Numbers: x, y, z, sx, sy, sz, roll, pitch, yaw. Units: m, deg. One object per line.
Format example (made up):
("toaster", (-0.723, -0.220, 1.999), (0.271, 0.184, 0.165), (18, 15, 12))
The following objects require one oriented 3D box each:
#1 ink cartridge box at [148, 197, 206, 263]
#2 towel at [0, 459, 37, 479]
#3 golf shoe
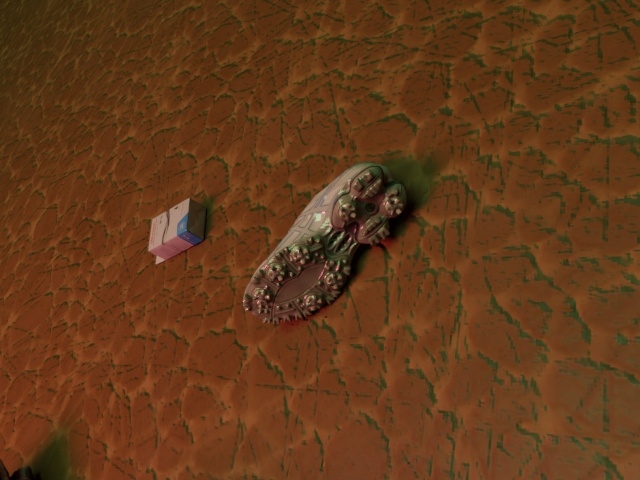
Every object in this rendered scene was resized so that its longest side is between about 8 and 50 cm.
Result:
("ink cartridge box", (-0.175, -0.010, 0.730), (0.083, 0.028, 0.048), (-26, 50, 29))
("towel", (-0.367, 0.378, 0.599), (0.235, 0.121, 0.283), (-51, 44, 7))
("golf shoe", (0.000, 0.000, 0.555), (0.176, 0.069, 0.086), (-43, 23, 9))
